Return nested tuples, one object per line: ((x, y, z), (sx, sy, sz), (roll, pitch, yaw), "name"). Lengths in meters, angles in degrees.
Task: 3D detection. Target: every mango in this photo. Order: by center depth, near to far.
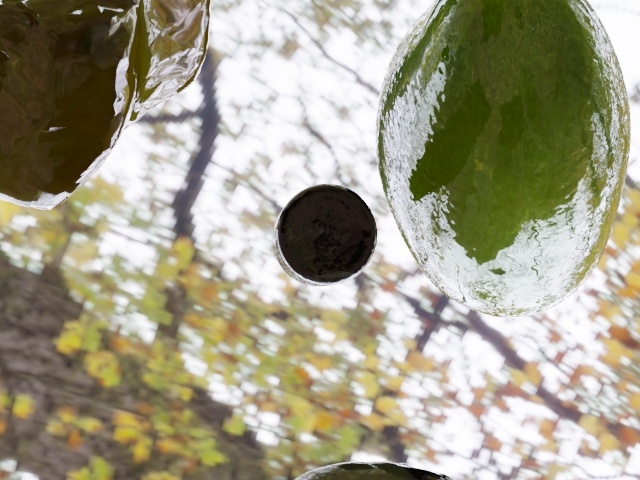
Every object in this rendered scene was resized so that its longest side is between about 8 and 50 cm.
((0.117, -0.075, 1.256), (0.156, 0.343, 0.192), (-22, -114, -10), "mango")

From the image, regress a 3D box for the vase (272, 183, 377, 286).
((0.000, 0.000, 1.208), (0.060, 0.211, 0.060), (0, -92, -2), "vase")

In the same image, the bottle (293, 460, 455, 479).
((0.003, 0.283, 1.003), (0.168, 0.168, 0.347), (3, -118, 23), "bottle")

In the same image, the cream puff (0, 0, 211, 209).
((-0.191, -0.151, 0.847), (0.378, 0.378, 0.275), (-55, -139, 3), "cream puff")
